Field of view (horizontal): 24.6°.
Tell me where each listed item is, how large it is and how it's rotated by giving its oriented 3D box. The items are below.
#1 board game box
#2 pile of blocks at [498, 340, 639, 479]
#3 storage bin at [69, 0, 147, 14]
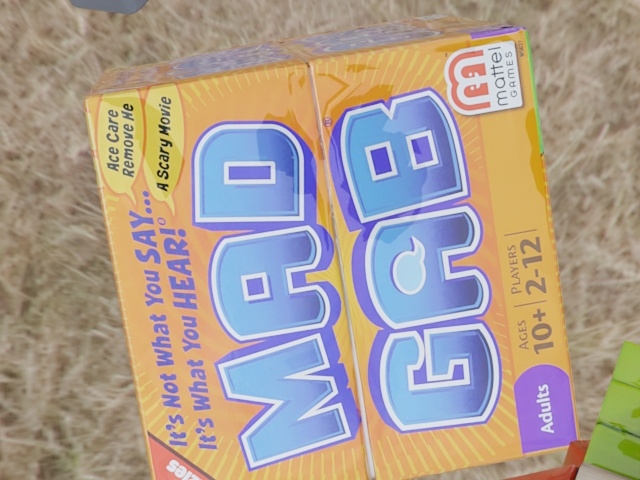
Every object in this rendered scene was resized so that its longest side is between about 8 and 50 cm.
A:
[{"bbox_3d":[0.000,0.000,1.343,0.356,0.356,0.356,-10,101,-4],"label":"board game box"},{"bbox_3d":[0.127,0.093,0.567,0.113,0.362,0.149,18,92,12],"label":"pile of blocks"},{"bbox_3d":[-0.114,-0.205,0.891,0.098,0.091,0.135,12,53,33],"label":"storage bin"}]
